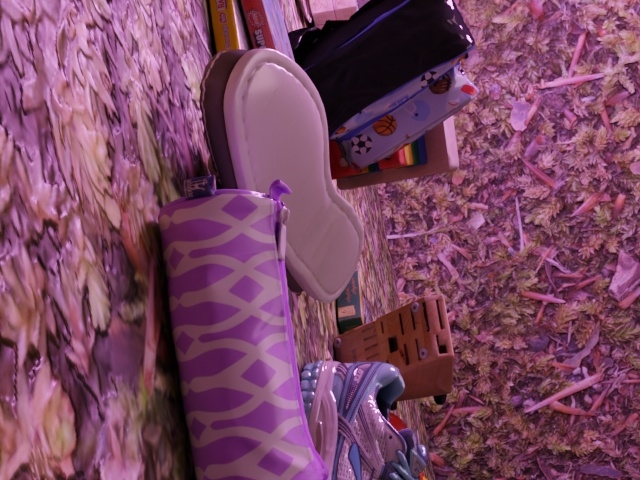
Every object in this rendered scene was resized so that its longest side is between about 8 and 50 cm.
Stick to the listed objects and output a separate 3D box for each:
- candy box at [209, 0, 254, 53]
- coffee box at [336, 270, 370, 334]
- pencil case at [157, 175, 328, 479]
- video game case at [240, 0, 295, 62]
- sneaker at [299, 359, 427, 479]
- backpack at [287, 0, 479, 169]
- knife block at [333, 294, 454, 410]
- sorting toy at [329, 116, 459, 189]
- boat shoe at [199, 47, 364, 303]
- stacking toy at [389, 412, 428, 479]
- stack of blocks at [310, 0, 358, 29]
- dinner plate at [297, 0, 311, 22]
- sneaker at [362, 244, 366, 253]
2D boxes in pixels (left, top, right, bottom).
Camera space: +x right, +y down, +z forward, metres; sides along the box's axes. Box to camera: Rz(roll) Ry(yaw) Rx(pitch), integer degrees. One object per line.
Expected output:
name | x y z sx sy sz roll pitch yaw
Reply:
candy box | -0.073 -0.177 1.007 0.206 0.027 0.105 61 15 -69
coffee box | 0.062 0.152 1.558 0.113 0.040 0.184 -91 168 -53
pencil case | -0.047 0.066 0.613 0.086 0.088 0.206 43 38 -79
video game case | -0.044 -0.184 1.043 0.204 0.025 0.285 -78 153 -78
sneaker | 0.047 0.238 0.968 0.110 0.122 0.283 69 12 -54
backpack | 0.070 -0.224 1.291 0.213 0.276 0.263 63 -1 -17
knife block | 0.153 0.172 1.402 0.242 0.275 0.088 10 62 -38
sorting toy | 0.077 -0.217 1.524 0.089 0.257 0.255 -8 91 -39
boat shoe | -0.044 -0.049 0.804 0.109 0.091 0.305 -57 152 -20
stacking toy | 0.118 0.375 1.351 0.141 0.141 0.330 -85 159 -66
stack of blocks | 0.038 -0.422 1.963 0.297 0.087 0.171 71 11 -70
dinner plate | -0.038 -0.466 1.779 0.141 0.017 0.141 -11 90 -82
sneaker | 0.000 0.000 1.330 0.118 0.067 0.042 34 39 -36
